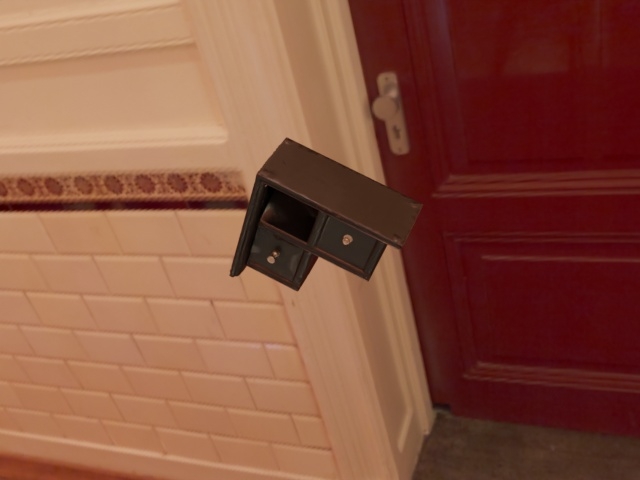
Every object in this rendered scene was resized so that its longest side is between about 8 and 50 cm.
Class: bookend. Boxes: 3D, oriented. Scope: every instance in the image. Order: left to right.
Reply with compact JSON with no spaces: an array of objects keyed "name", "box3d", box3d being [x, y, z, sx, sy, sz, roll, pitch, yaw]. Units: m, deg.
[{"name":"bookend","box3d":[0.000,0.000,0.763,0.156,0.157,0.072,27,45,5]}]
